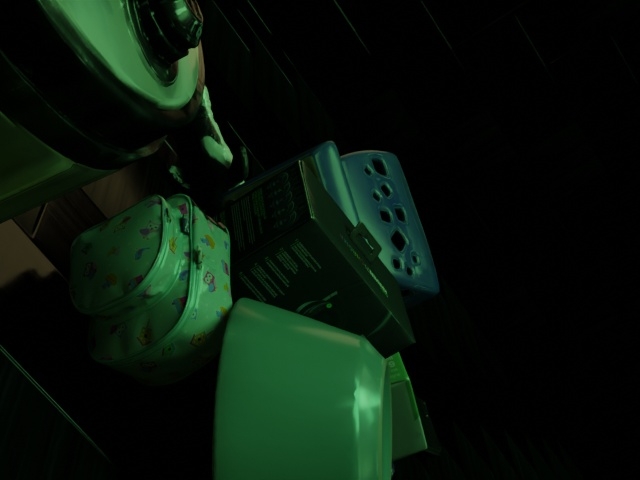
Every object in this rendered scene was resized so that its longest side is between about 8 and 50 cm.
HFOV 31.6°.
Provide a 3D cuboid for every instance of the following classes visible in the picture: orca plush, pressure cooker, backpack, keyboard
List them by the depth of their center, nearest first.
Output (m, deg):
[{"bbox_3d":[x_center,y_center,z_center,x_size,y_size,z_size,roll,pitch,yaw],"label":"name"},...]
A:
[{"bbox_3d":[-0.270,-0.186,0.801,0.375,0.420,0.370,57,19,-37],"label":"pressure cooker"},{"bbox_3d":[-0.182,0.056,1.228,0.144,0.166,0.188,37,34,-52],"label":"backpack"},{"bbox_3d":[-0.190,-0.126,1.740,0.102,0.151,0.287,-9,92,-36],"label":"orca plush"},{"bbox_3d":[0.146,0.307,2.188,0.317,0.033,0.201,38,31,-60],"label":"keyboard"}]

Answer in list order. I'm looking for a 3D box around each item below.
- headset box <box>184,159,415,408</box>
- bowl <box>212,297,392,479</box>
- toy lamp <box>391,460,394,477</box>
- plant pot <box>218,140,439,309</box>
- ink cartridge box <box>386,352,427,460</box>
[{"bbox_3d":[-0.053,0.073,1.408,0.246,0.283,0.131,49,16,-33],"label":"headset box"},{"bbox_3d":[-0.008,0.217,1.225,0.311,0.163,0.311,0,90,-82],"label":"bowl"},{"bbox_3d":[0.153,0.466,1.750,0.274,0.080,0.080,59,13,-1],"label":"toy lamp"},{"bbox_3d":[0.000,0.000,1.623,0.212,0.236,0.236,15,56,-58],"label":"plant pot"},{"bbox_3d":[0.061,0.186,1.822,0.211,0.122,0.289,72,-1,-48],"label":"ink cartridge box"}]
